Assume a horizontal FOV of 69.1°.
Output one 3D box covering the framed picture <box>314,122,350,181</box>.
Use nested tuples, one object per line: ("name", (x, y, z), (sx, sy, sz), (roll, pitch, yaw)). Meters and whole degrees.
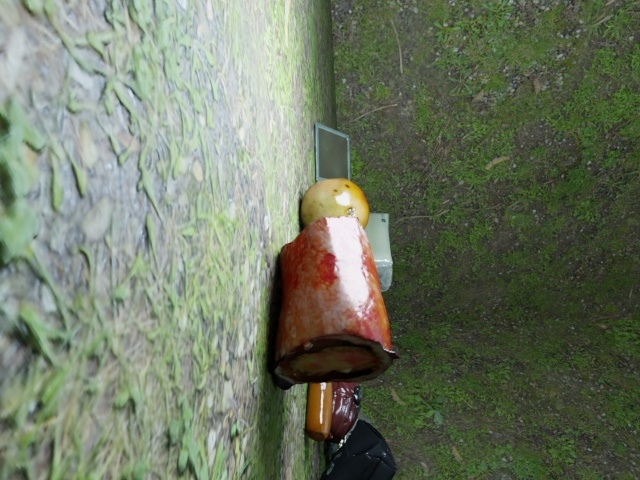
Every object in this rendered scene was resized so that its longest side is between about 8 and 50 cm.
("framed picture", (0.048, -0.318, 1.769), (0.274, 0.017, 0.216), (2, 88, -60))

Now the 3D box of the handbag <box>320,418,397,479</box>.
("handbag", (0.092, 0.737, 1.483), (0.342, 0.152, 0.288), (-56, -175, 2))

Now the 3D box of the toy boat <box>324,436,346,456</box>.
("toy boat", (0.066, 0.693, 1.860), (0.121, 0.089, 0.320), (96, -2, -64))

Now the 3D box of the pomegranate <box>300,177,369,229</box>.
("pomegranate", (0.035, -0.075, 1.250), (0.191, 0.192, 0.191), (-1, 90, -85))

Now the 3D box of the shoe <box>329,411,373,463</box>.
("shoe", (0.127, 0.915, 1.964), (0.198, 0.172, 0.350), (-58, -173, 32))

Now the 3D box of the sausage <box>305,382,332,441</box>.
("sausage", (-0.003, 0.453, 1.293), (0.076, 0.077, 0.197), (83, 7, -48))

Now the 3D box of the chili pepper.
("chili pepper", (0.003, 0.105, 0.873), (0.251, 0.230, 0.305), (72, 7, -62))

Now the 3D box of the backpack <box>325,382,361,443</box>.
("backpack", (0.056, 0.595, 1.620), (0.229, 0.139, 0.229), (-163, -90, -87))

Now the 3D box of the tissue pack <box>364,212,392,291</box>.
("tissue pack", (0.177, 0.045, 2.142), (0.380, 0.298, 0.207), (-87, 176, -51))
